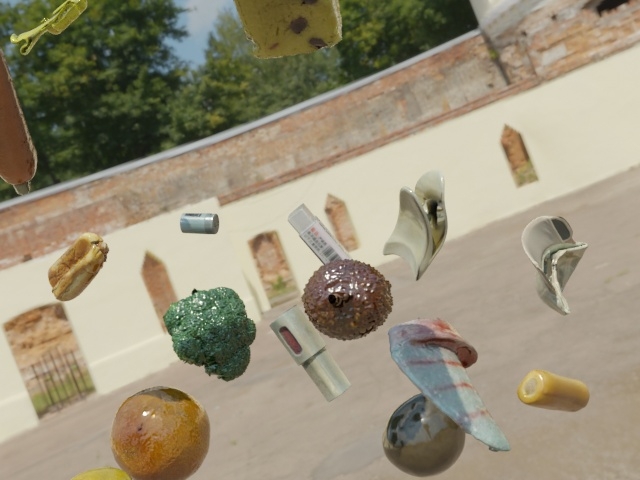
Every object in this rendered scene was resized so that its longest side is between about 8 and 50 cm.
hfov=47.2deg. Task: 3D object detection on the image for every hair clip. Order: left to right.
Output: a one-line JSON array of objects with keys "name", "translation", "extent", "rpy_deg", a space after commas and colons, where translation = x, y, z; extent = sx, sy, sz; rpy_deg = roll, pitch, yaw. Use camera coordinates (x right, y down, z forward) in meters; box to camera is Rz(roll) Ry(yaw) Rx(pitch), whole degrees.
[{"name": "hair clip", "translation": [-0.545, -0.439, 1.485], "extent": [0.173, 0.046, 0.072], "rpy_deg": [-32, 30, 5]}, {"name": "hair clip", "translation": [0.272, -0.056, 2.028], "extent": [0.113, 0.282, 0.172], "rpy_deg": [-14, 33, -27]}]

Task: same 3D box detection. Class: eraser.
[{"name": "eraser", "translation": [0.000, 0.000, 1.972], "extent": [0.068, 0.210, 0.124], "rpy_deg": [-40, 8, 8]}]

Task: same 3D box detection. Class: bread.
[{"name": "bread", "translation": [-0.062, -0.369, 0.918], "extent": [0.138, 0.077, 0.361], "rpy_deg": [-9, -28, 7]}, {"name": "bread", "translation": [0.568, 0.368, 1.759], "extent": [0.239, 0.074, 0.092], "rpy_deg": [18, -71, -41]}]

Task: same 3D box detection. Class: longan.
[{"name": "longan", "translation": [0.259, 0.479, 1.809], "extent": [0.220, 0.196, 0.196], "rpy_deg": [-39, 3, -9]}]

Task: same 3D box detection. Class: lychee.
[{"name": "lychee", "translation": [0.059, 0.130, 1.609], "extent": [0.200, 0.200, 0.238], "rpy_deg": [-22, -6, 13]}]

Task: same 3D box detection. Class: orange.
[{"name": "orange", "translation": [-0.399, 0.489, 1.840], "extent": [0.264, 0.264, 0.264], "rpy_deg": [-22, 0, 0]}]

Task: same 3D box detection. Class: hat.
[{"name": "hat", "translation": [0.581, 0.064, 1.898], "extent": [0.219, 0.226, 0.164], "rpy_deg": [-61, 9, -29]}]

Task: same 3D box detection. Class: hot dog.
[{"name": "hot dog", "translation": [-0.545, 0.061, 1.656], "extent": [0.076, 0.102, 0.249], "rpy_deg": [-6, -24, -46]}]

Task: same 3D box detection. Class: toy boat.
[{"name": "toy boat", "translation": [0.235, 0.263, 1.319], "extent": [0.206, 0.282, 0.096], "rpy_deg": [11, -53, -35]}]

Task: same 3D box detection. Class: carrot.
[{"name": "carrot", "translation": [-0.467, -0.203, 1.063], "extent": [0.069, 0.336, 0.069], "rpy_deg": [2, 40, -2]}]

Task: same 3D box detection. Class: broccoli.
[{"name": "broccoli", "translation": [-0.306, 0.275, 2.048], "extent": [0.254, 0.269, 0.269], "rpy_deg": [-8, -6, -28]}]

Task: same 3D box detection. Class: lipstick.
[{"name": "lipstick", "translation": [-0.024, 0.292, 1.885], "extent": [0.079, 0.253, 0.077], "rpy_deg": [-39, -5, 34]}]

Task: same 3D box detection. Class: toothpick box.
[{"name": "toothpick box", "translation": [-0.292, -0.041, 1.772], "extent": [0.083, 0.052, 0.052], "rpy_deg": [2, 5, 11]}]

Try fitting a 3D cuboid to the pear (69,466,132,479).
[{"name": "pear", "translation": [-0.463, 0.578, 1.504], "extent": [0.209, 0.209, 0.209], "rpy_deg": [-22, 0, 0]}]
